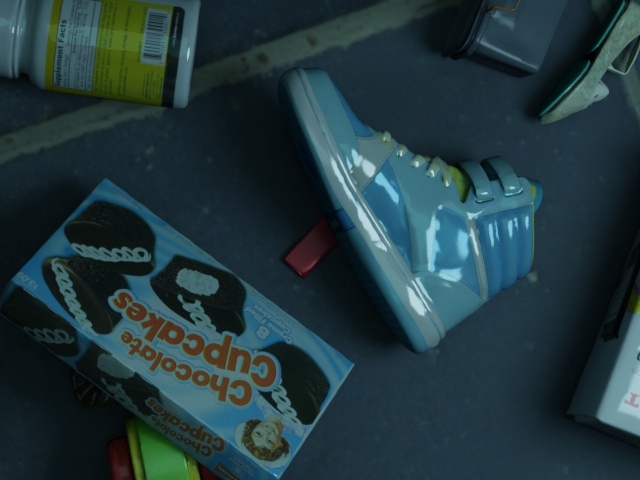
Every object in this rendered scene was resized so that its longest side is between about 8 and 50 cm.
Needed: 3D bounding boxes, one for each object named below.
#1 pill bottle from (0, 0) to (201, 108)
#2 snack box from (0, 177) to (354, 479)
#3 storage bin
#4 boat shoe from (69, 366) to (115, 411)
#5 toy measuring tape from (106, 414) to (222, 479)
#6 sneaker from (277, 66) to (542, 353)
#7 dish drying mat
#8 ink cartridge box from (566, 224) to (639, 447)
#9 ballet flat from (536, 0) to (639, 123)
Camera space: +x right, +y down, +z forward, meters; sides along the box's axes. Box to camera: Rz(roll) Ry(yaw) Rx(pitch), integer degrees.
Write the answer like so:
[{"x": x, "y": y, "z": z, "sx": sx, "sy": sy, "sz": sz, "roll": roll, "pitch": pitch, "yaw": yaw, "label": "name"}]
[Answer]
[{"x": -0.231, "y": -0.204, "z": 1.839, "sx": 0.209, "sy": 0.119, "sz": 0.119, "roll": 8, "pitch": 84, "yaw": -3, "label": "pill bottle"}, {"x": -0.140, "y": 0.096, "z": 1.798, "sx": 0.322, "sy": 0.060, "sz": 0.187, "roll": 37, "pitch": 44, "yaw": -1, "label": "snack box"}, {"x": 0.202, "y": -0.238, "z": 1.893, "sx": 0.091, "sy": 0.098, "sz": 0.135, "roll": 23, "pitch": 84, "yaw": -12, "label": "storage bin"}, {"x": -0.233, "y": 0.100, "z": 1.855, "sx": 0.056, "sy": 0.048, "sz": 0.153, "roll": -11, "pitch": 79, "yaw": 7, "label": "boat shoe"}, {"x": -0.144, "y": 0.285, "z": 1.806, "sx": 0.121, "sy": 0.121, "sz": 0.330, "roll": -10, "pitch": 86, "yaw": -5, "label": "toy measuring tape"}, {"x": 0.103, "y": -0.067, "z": 1.847, "sx": 0.208, "sy": 0.127, "sz": 0.319, "roll": -29, "pitch": 100, "yaw": -6, "label": "sneaker"}, {"x": 0.000, "y": 0.000, "z": 1.894, "sx": 0.032, "sy": 0.008, "sz": 0.083, "roll": 44, "pitch": 82, "yaw": -2, "label": "dish drying mat"}, {"x": 0.419, "y": 0.082, "z": 1.858, "sx": 0.226, "sy": 0.131, "sz": 0.306, "roll": 22, "pitch": 82, "yaw": -2, "label": "ink cartridge box"}, {"x": 0.296, "y": -0.180, "z": 1.910, "sx": 0.052, "sy": 0.057, "sz": 0.168, "roll": 38, "pitch": 84, "yaw": -10, "label": "ballet flat"}]
